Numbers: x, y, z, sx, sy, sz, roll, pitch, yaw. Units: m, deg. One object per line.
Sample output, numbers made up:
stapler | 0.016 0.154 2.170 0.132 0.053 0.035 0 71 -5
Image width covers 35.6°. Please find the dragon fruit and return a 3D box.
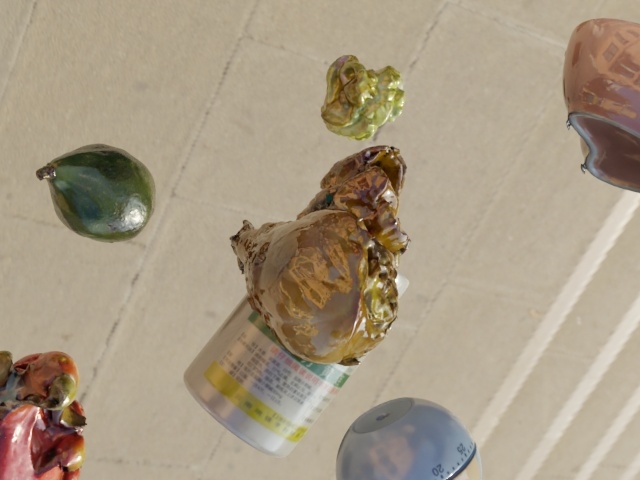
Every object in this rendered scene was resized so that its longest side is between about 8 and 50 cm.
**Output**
dragon fruit | -0.414 0.254 1.288 0.227 0.243 0.307 39 90 -1

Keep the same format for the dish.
dish | 0.309 -0.113 0.974 0.213 0.213 0.090 42 75 -37

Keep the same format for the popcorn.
popcorn | 0.062 -0.217 1.541 0.126 0.145 0.125 22 89 -31

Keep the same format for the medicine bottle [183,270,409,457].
medicine bottle | -0.032 0.143 1.541 0.208 0.208 0.339 38 91 -36

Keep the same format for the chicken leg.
chicken leg | 0.000 0.000 1.303 0.182 0.409 0.295 34 83 -23

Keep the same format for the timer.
timer | 0.112 0.293 1.064 0.175 0.255 0.175 -20 165 -6

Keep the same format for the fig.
fig | -0.422 -0.099 1.862 0.195 0.195 0.245 -39 148 5
